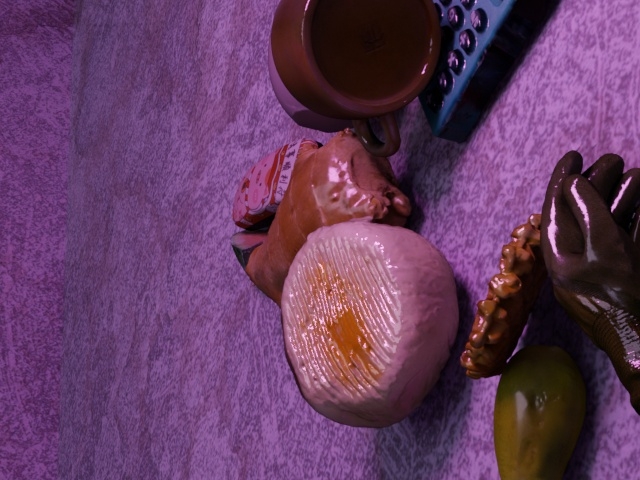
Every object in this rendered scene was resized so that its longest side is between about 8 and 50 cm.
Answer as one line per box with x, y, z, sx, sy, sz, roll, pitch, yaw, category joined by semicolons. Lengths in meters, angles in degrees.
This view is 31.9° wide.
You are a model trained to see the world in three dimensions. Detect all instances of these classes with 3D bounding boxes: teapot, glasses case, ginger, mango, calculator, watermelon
0.032;-0.225;1.336;0.175;0.185;0.268;16;127;68;teapot
-0.068;-0.085;1.746;0.266;0.067;0.103;-25;51;60;glasses case
0.016;0.019;1.518;0.236;0.166;0.375;49;156;17;ginger
0.201;0.179;1.048;0.091;0.074;0.165;-15;65;63;mango
0.172;-0.282;1.331;0.248;0.058;0.274;-104;33;-45;calculator
-0.104;0.021;1.817;0.155;0.080;0.101;35;146;61;watermelon

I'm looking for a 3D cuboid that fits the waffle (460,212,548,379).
0.184;0.055;1.069;0.191;0.038;0.191;-55;-21;-32;waffle

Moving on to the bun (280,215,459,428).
0.061;0.089;1.298;0.243;0.153;0.244;-9;76;40;bun

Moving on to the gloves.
0.253;0.035;0.957;0.107;0.135;0.268;-18;56;15;gloves

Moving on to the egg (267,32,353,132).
0.020;-0.265;1.511;0.176;0.176;0.232;-20;52;62;egg
